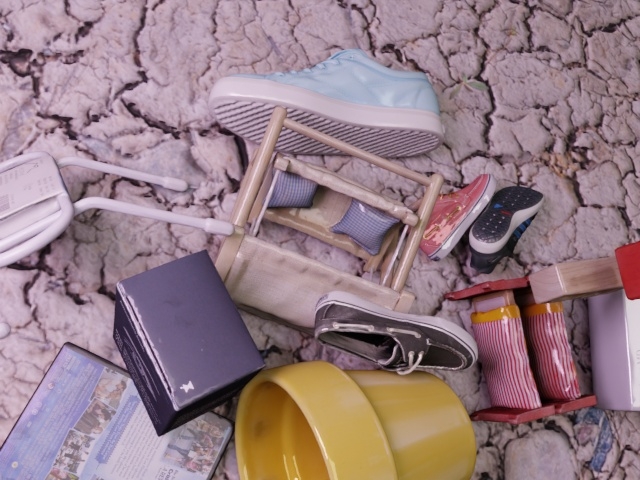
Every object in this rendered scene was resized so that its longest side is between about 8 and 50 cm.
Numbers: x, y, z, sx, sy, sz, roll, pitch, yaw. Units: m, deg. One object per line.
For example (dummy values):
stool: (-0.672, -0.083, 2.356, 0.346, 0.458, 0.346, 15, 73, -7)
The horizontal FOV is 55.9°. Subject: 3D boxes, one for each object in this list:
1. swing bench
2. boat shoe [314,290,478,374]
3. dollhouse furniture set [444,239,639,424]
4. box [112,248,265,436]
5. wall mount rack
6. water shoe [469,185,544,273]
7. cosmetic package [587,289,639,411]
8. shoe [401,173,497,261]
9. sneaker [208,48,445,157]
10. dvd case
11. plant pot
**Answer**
swing bench: (0.000, 0.000, 0.831, 0.253, 0.165, 0.255, 20, 72, -11)
boat shoe: (0.094, 0.132, 0.751, 0.219, 0.078, 0.070, 17, 37, -8)
dollhouse furniture set: (0.336, 0.124, 0.784, 0.152, 0.374, 0.201, -5, 77, -21)
box: (-0.166, 0.129, 0.717, 0.108, 0.207, 0.153, -22, 76, -28)
wall mount rack: (-0.291, -0.027, 0.722, 0.304, 0.350, 0.130, -28, 121, -16)
water shoe: (0.292, -0.021, 0.973, 0.073, 0.080, 0.203, 27, 44, 31)
cosmetic package: (0.551, 0.152, 0.930, 0.224, 0.138, 0.224, 2, 76, 4)
shoe: (0.203, -0.057, 0.953, 0.081, 0.063, 0.178, 41, 73, -6)
sneaker: (0.011, -0.220, 0.916, 0.366, 0.135, 0.150, 5, 68, -23)
dvd case: (-0.258, 0.265, 0.772, 0.253, 0.022, 0.180, 28, 70, -7)
plant pot: (0.053, 0.265, 0.750, 0.239, 0.254, 0.254, -6, 78, -31)
